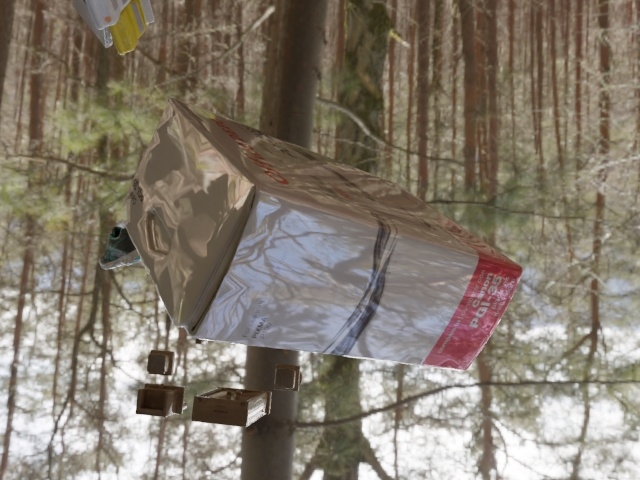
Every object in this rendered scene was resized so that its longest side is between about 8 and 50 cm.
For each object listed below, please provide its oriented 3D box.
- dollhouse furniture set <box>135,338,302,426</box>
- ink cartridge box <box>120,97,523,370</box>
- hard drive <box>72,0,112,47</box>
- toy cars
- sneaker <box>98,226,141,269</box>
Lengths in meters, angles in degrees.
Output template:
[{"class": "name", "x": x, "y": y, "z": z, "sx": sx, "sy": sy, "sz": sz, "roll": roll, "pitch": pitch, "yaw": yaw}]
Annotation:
[{"class": "dollhouse furniture set", "x": -0.175, "y": 0.165, "z": 1.186, "sx": 0.303, "sy": 0.355, "sz": 0.174, "roll": 3, "pitch": 172, "yaw": 7}, {"class": "ink cartridge box", "x": 0.000, "y": 0.000, "z": 0.525, "sx": 0.283, "sy": 0.117, "sz": 0.207, "roll": 15, "pitch": -162, "yaw": -37}, {"class": "hard drive", "x": -0.557, "y": -0.550, "z": 1.469, "sx": 0.022, "sy": 0.135, "sz": 0.094, "roll": -37, "pitch": 176, "yaw": -22}, {"class": "toy cars", "x": -0.353, "y": -0.434, "z": 1.063, "sx": 0.087, "sy": 0.176, "sz": 0.394, "roll": -15, "pitch": -171, "yaw": -7}, {"class": "sneaker", "x": -0.386, "y": 0.010, "z": 1.168, "sx": 0.167, "sy": 0.076, "sz": 0.065, "roll": -12, "pitch": -169, "yaw": 45}]
